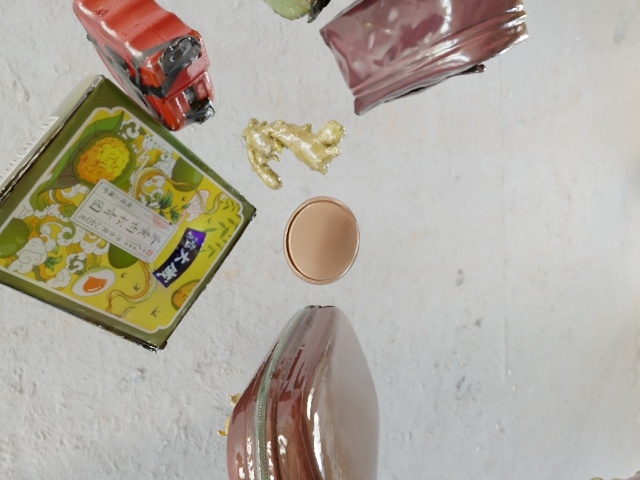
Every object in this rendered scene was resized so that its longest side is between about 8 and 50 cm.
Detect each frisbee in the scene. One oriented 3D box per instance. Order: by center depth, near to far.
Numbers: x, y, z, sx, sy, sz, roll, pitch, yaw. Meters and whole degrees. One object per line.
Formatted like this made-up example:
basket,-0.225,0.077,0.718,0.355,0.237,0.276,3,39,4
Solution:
frisbee,0.000,0.000,1.260,0.021,0.251,0.250,5,88,-59

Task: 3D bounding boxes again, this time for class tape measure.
tape measure,-0.298,-0.311,0.803,0.253,0.260,0.114,41,72,15

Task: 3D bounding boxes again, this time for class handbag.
handbag,0.119,-0.243,0.538,0.146,0.225,0.135,-35,106,-42

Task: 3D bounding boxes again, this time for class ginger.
ginger,-0.061,-0.161,0.785,0.176,0.193,0.052,39,37,3

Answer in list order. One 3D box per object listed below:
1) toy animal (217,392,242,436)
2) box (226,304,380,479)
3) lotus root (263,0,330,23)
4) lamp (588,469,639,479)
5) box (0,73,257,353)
toy animal,-0.183,0.359,0.943,0.081,0.083,0.060,-21,147,-9
box,-0.001,0.246,0.608,0.404,0.108,0.262,-51,122,-75
lotus root,-0.051,-0.349,0.388,0.149,0.260,0.267,-46,160,2
lamp,0.349,0.295,0.403,0.151,0.223,0.214,-3,119,-36
box,-0.380,-0.034,0.868,0.420,0.138,0.372,44,74,-43
